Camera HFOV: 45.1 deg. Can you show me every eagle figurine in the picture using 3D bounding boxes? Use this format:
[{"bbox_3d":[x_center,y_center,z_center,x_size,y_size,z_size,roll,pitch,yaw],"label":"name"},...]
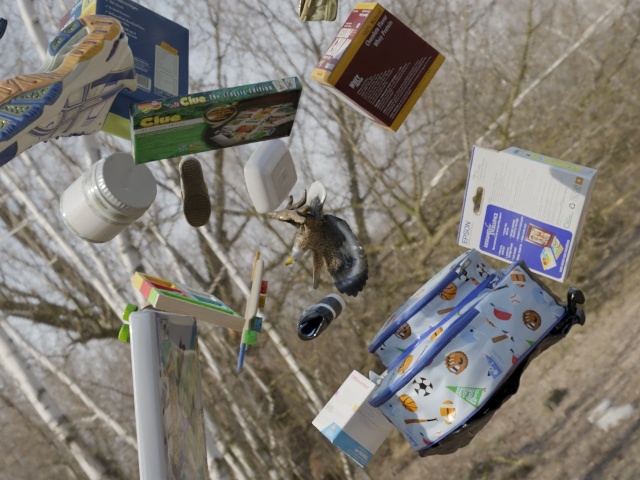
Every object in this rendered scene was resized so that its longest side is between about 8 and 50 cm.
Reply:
[{"bbox_3d":[-0.008,0.007,2.180,0.225,0.298,0.226,-33,31,22],"label":"eagle figurine"}]

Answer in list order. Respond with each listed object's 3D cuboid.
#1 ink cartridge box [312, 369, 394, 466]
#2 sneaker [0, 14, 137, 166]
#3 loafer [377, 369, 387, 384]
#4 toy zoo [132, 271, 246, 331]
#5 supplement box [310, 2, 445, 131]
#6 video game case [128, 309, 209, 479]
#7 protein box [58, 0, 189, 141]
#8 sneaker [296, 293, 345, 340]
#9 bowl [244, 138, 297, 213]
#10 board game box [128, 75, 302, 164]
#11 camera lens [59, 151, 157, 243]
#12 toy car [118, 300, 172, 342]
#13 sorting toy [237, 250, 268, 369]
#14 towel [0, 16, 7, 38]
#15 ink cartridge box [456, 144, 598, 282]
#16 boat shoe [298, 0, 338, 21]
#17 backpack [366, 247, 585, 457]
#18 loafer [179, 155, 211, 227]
[{"bbox_3d":[0.075,0.310,1.382,0.143,0.090,0.092,-50,23,-8],"label":"ink cartridge box"},{"bbox_3d":[-0.352,-0.173,1.043,0.296,0.112,0.131,-50,-33,-27],"label":"sneaker"},{"bbox_3d":[0.237,0.351,1.833,0.319,0.112,0.111,23,-86,-57],"label":"loafer"},{"bbox_3d":[-0.293,0.125,1.654,0.293,0.192,0.030,19,89,64],"label":"toy zoo"},{"bbox_3d":[0.120,-0.371,1.647,0.191,0.194,0.129,-56,22,5],"label":"supplement box"},{"bbox_3d":[-0.202,0.266,1.082,0.036,0.329,0.300,-6,-7,0],"label":"video game case"},{"bbox_3d":[-0.356,-0.310,1.397,0.200,0.201,0.136,18,-31,-42],"label":"protein box"},{"bbox_3d":[-0.031,0.225,2.042,0.121,0.079,0.217,-39,-7,-44],"label":"sneaker"},{"bbox_3d":[-0.100,-0.143,1.685,0.142,0.053,0.142,-58,-35,-38],"label":"bowl"},{"bbox_3d":[-0.162,-0.184,1.194,0.259,0.030,0.136,-13,-20,-18],"label":"board game box"},{"bbox_3d":[-0.681,-0.132,2.465,0.274,0.219,0.219,-31,-2,36],"label":"camera lens"},{"bbox_3d":[-0.476,0.220,2.251,0.188,0.155,0.149,-73,1,-60],"label":"toy car"},{"bbox_3d":[-0.168,0.172,2.037,0.196,0.047,0.348,109,169,-53],"label":"sorting toy"},{"bbox_3d":[-0.816,-0.502,1.875,0.119,0.067,0.029,-6,-28,21],"label":"towel"},{"bbox_3d":[0.524,-0.079,1.990,0.072,0.307,0.304,-34,-43,-45],"label":"ink cartridge box"},{"bbox_3d":[-0.008,-0.634,1.764,0.089,0.104,0.285,-8,-52,-8],"label":"boat shoe"},{"bbox_3d":[0.189,0.159,1.071,0.263,0.213,0.276,-45,-13,-36],"label":"backpack"},{"bbox_3d":[-0.432,-0.174,2.660,0.102,0.268,0.092,-5,29,-8],"label":"loafer"}]
